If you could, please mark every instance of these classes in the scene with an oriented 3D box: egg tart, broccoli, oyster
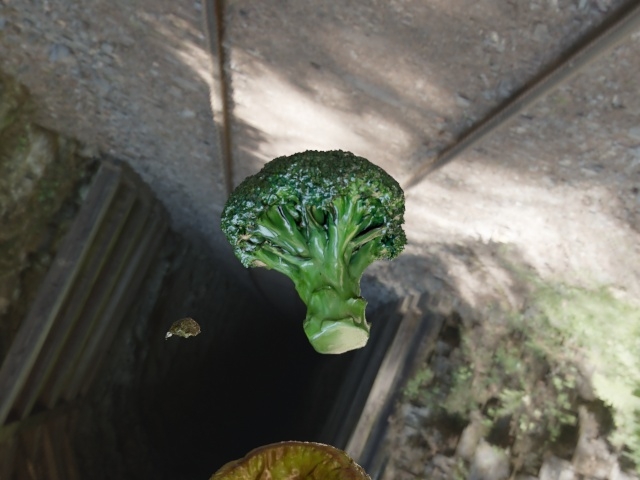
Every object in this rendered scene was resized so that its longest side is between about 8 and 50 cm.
[{"bbox_3d":[-0.054,0.422,1.252,0.295,0.116,0.295,-10,-157,4],"label":"egg tart"},{"bbox_3d":[0.000,0.000,1.180,0.297,0.297,0.297,-10,151,-6],"label":"broccoli"},{"bbox_3d":[-0.232,0.150,1.400,0.093,0.034,0.051,-7,-167,44],"label":"oyster"}]
